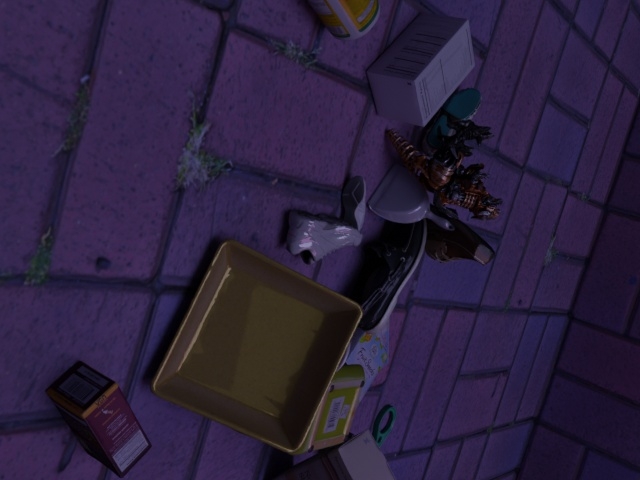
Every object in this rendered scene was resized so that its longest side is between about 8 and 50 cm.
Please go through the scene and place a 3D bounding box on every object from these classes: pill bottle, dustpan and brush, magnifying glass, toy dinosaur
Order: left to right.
[{"bbox_3d":[0.025,-0.492,1.490,0.208,0.117,0.118,41,73,-53],"label":"pill bottle"},{"bbox_3d":[0.170,0.604,2.314,0.092,0.026,0.231,29,84,-55],"label":"magnifying glass"},{"bbox_3d":[0.241,-0.085,1.923,0.147,0.211,0.060,-55,159,-20],"label":"dustpan and brush"},{"bbox_3d":[0.314,-0.181,1.889,0.322,0.164,0.218,39,70,-25],"label":"toy dinosaur"}]

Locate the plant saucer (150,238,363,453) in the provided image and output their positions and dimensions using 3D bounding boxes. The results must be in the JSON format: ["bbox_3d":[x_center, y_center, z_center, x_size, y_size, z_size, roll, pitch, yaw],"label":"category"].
[{"bbox_3d":[-0.128,0.211,1.557,0.332,0.081,0.333,28,81,-16],"label":"plant saucer"}]

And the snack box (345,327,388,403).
[{"bbox_3d":[0.078,0.332,2.014,0.207,0.070,0.174,-56,142,-21],"label":"snack box"}]

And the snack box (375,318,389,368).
[{"bbox_3d":[0.165,0.282,2.147,0.064,0.022,0.178,-31,130,-43],"label":"snack box"}]

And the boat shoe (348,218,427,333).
[{"bbox_3d":[0.155,0.060,1.946,0.113,0.127,0.340,32,82,-31],"label":"boat shoe"}]

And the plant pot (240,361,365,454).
[{"bbox_3d":[-0.041,0.349,1.743,0.227,0.207,0.228,8,101,-55],"label":"plant pot"}]

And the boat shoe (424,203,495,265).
[{"bbox_3d":[0.333,0.006,2.006,0.122,0.324,0.120,37,93,-25],"label":"boat shoe"}]

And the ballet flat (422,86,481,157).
[{"bbox_3d":[0.341,-0.312,2.057,0.241,0.091,0.077,-48,170,-22],"label":"ballet flat"}]

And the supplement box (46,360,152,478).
[{"bbox_3d":[-0.383,0.314,1.352,0.081,0.104,0.188,-45,139,-32],"label":"supplement box"}]

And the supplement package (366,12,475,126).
[{"bbox_3d":[0.238,-0.402,1.807,0.244,0.133,0.139,-49,141,-27],"label":"supplement package"}]

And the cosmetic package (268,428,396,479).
[{"bbox_3d":[0.018,0.585,1.852,0.296,0.153,0.129,-39,166,37],"label":"cosmetic package"}]

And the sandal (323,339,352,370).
[{"bbox_3d":[0.018,0.200,1.703,0.102,0.265,0.076,-44,125,9],"label":"sandal"}]

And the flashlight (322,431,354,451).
[{"bbox_3d":[0.071,0.666,2.145,0.103,0.103,0.304,-42,135,-38],"label":"flashlight"}]

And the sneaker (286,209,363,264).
[{"bbox_3d":[0.000,0.000,1.744,0.232,0.090,0.115,10,105,-46],"label":"sneaker"}]

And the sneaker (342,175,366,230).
[{"bbox_3d":[0.083,-0.084,1.838,0.061,0.053,0.152,-37,139,-59],"label":"sneaker"}]
